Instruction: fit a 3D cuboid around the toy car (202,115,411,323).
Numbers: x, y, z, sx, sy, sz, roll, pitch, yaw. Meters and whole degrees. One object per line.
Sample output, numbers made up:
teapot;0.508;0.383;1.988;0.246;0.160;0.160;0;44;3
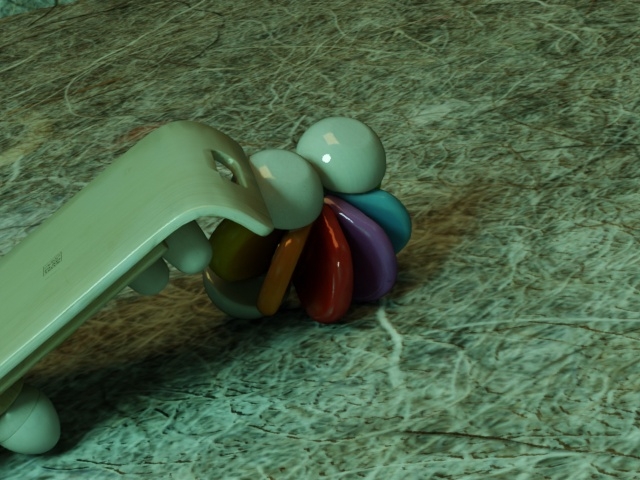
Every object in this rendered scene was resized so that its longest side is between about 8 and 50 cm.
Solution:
toy car;0.000;0.000;1.384;0.136;0.159;0.182;42;47;21

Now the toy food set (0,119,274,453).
toy food set;-0.169;0.048;1.270;0.306;0.092;0.220;-40;21;6
